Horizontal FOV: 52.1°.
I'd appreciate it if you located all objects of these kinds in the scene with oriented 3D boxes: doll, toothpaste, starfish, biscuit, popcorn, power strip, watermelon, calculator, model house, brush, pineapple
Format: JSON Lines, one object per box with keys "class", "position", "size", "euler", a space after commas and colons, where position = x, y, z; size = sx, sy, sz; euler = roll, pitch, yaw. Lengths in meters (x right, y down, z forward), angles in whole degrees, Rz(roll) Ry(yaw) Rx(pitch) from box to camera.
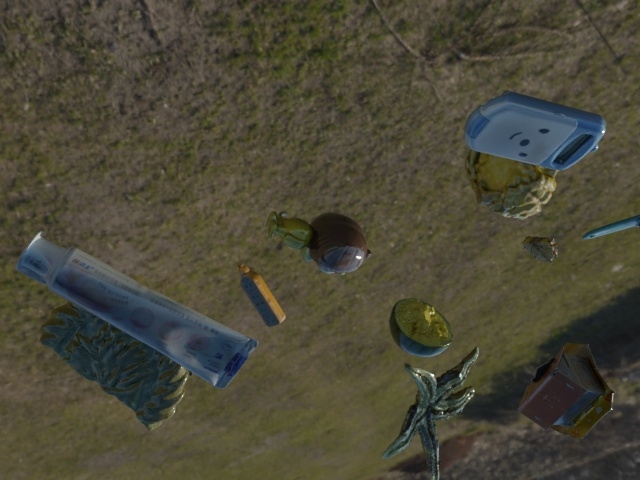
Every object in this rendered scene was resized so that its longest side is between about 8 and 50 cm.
{"class": "doll", "position": [-0.002, -0.004, 1.145], "size": [0.145, 0.188, 0.096], "euler": [-56, 168, -68]}
{"class": "toothpaste", "position": [-0.245, 0.095, 0.884], "size": [0.323, 0.066, 0.100], "euler": [32, 110, -12]}
{"class": "starfish", "position": [0.150, 0.222, 0.894], "size": [0.208, 0.053, 0.175], "euler": [-48, 131, -32]}
{"class": "biscuit", "position": [-0.334, 0.183, 1.115], "size": [0.187, 0.274, 0.036], "euler": [-52, -178, 10]}
{"class": "popcorn", "position": [0.490, -0.170, 1.663], "size": [0.250, 0.250, 0.190], "euler": [-22, 151, 0]}
{"class": "power strip", "position": [-0.144, 0.130, 1.548], "size": [0.049, 0.178, 0.028], "euler": [-22, -165, 35]}
{"class": "watermelon", "position": [0.151, 0.143, 1.026], "size": [0.106, 0.105, 0.062], "euler": [-5, 138, -35]}
{"class": "calculator", "position": [0.318, -0.160, 0.973], "size": [0.210, 0.039, 0.121], "euler": [12, 152, -12]}
{"class": "model house", "position": [0.521, 0.341, 1.494], "size": [0.136, 0.207, 0.219], "euler": [13, 129, -21]}
{"class": "brush", "position": [0.595, -0.026, 1.245], "size": [0.194, 0.032, 0.043], "euler": [-18, 153, 0]}
{"class": "pineapple", "position": [0.361, 0.014, 1.064], "size": [0.019, 0.045, 0.083], "euler": [-40, -167, -12]}
